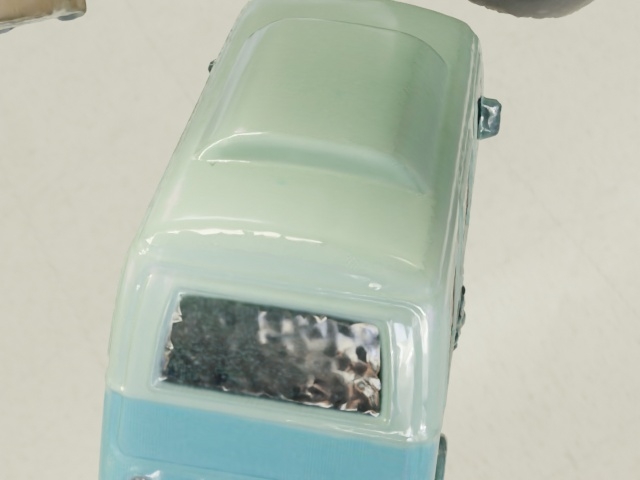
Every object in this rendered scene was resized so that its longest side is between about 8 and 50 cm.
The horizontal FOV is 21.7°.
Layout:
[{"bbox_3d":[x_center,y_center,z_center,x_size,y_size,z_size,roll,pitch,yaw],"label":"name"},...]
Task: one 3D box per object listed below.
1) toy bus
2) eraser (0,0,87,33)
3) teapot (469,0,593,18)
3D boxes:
[{"bbox_3d":[0.000,0.000,0.671,0.133,0.164,0.271,9,31,4],"label":"toy bus"},{"bbox_3d":[-0.187,-0.212,0.602,0.087,0.290,0.171,-5,9,38],"label":"eraser"},{"bbox_3d":[0.218,-0.302,0.993,0.376,0.305,0.362,-19,-2,-31],"label":"teapot"}]
